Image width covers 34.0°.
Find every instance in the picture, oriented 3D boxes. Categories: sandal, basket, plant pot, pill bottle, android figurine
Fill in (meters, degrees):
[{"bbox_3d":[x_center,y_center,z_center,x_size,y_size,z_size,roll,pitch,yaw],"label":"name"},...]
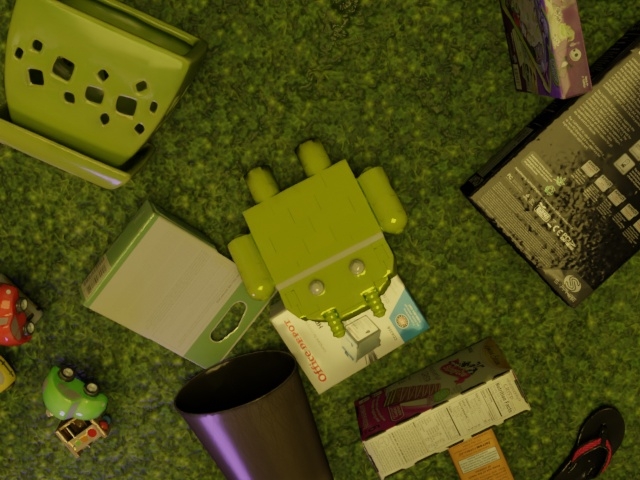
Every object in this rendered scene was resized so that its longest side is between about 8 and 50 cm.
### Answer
[{"bbox_3d":[0.409,0.336,1.596,0.067,0.040,0.179,29,99,-7],"label":"sandal"},{"bbox_3d":[-0.079,0.296,1.517,0.204,0.154,0.227,-11,113,33],"label":"basket"},{"bbox_3d":[-0.297,-0.202,1.379,0.228,0.227,0.207,24,106,-7],"label":"plant pot"},{"bbox_3d":[-0.463,0.088,1.508,0.065,0.065,0.116,-43,99,7],"label":"pill bottle"},{"bbox_3d":[0.000,0.000,1.455,0.248,0.056,0.273,-25,75,6],"label":"android figurine"}]

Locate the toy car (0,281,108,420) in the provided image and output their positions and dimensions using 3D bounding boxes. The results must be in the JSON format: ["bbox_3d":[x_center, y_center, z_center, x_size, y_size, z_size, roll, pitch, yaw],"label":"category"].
[{"bbox_3d":[-0.408,0.192,1.480,0.225,0.053,0.239,32,128,-3],"label":"toy car"}]

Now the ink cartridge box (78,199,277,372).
[{"bbox_3d":[-0.204,0.070,1.520,0.235,0.056,0.171,33,100,-32],"label":"ink cartridge box"}]

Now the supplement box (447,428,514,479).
[{"bbox_3d":[0.250,0.358,1.578,0.080,0.078,0.233,-25,101,4],"label":"supplement box"}]

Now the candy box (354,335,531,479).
[{"bbox_3d":[0.170,0.238,1.510,0.233,0.159,0.071,-26,102,3],"label":"candy box"}]

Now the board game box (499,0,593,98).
[{"bbox_3d":[0.270,-0.363,1.366,0.056,0.208,0.347,-13,102,1],"label":"board game box"}]

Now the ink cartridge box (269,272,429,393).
[{"bbox_3d":[0.041,0.111,1.520,0.190,0.082,0.139,-32,101,3],"label":"ink cartridge box"}]

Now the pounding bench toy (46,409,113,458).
[{"bbox_3d":[-0.357,0.265,1.554,0.065,0.052,0.083,-37,100,5],"label":"pounding bench toy"}]

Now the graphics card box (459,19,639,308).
[{"bbox_3d":[0.410,-0.111,1.479,0.371,0.094,0.233,-44,100,6],"label":"graphics card box"}]
